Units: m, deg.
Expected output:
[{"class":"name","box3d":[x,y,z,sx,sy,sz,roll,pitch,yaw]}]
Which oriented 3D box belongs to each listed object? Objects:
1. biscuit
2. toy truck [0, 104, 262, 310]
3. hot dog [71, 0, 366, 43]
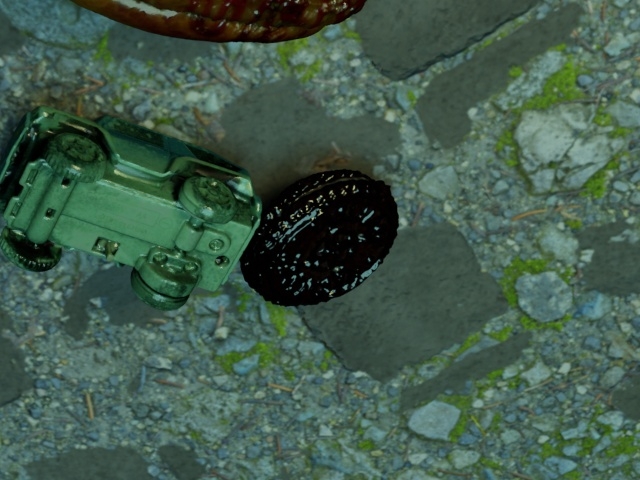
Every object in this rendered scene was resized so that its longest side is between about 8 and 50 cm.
[{"class":"biscuit","box3d":[0.000,0.000,2.174,0.194,0.053,0.194,-22,142,-19]},{"class":"toy truck","box3d":[-0.210,-0.040,2.081,0.279,0.156,0.155,18,122,-20]},{"class":"hot dog","box3d":[-0.085,-0.289,1.791,0.405,0.223,0.185,-3,131,-42]}]
